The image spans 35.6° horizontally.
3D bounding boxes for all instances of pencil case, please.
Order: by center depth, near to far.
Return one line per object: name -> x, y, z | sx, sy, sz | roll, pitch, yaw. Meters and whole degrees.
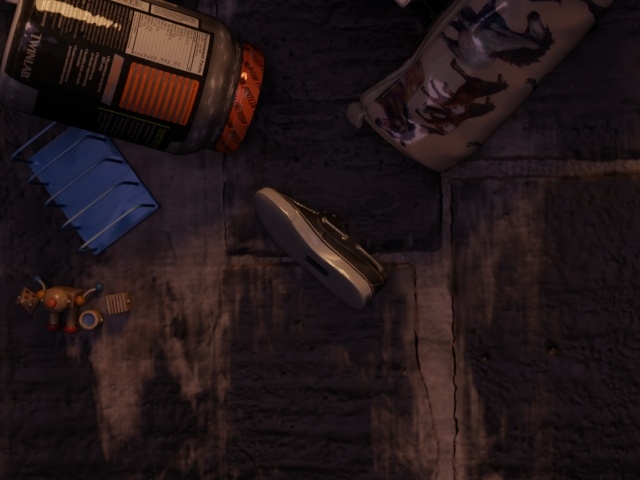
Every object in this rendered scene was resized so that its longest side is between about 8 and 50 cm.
pencil case -> 0.217, -0.265, 1.262 | 0.183, 0.160, 0.410 | 32, 114, -22

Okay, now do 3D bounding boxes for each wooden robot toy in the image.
wooden robot toy -> -0.361, 0.096, 1.408 | 0.173, 0.079, 0.076 | 7, 92, 4

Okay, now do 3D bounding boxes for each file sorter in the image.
file sorter -> -0.330, -0.079, 1.389 | 0.118, 0.104, 0.170 | -37, 89, 5

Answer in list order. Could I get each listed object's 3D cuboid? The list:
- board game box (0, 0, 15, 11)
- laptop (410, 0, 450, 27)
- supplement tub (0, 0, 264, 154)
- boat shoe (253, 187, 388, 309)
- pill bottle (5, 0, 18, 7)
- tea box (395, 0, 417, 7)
board game box -> -0.497, -0.435, 1.289 | 0.097, 0.303, 0.224 | -4, 91, 3
laptop -> 0.259, -0.367, 1.322 | 0.264, 0.136, 0.234 | -37, 88, -3
supplement tub -> -0.246, -0.226, 1.303 | 0.315, 0.193, 0.194 | 15, 93, -19
boat shoe -> 0.000, 0.000, 1.390 | 0.219, 0.078, 0.070 | 44, 59, 5
pill bottle -> -0.366, -0.419, 1.374 | 0.117, 0.117, 0.215 | 16, 93, 3
tea box -> 0.098, -0.500, 1.130 | 0.329, 0.220, 0.323 | 44, 112, -2
